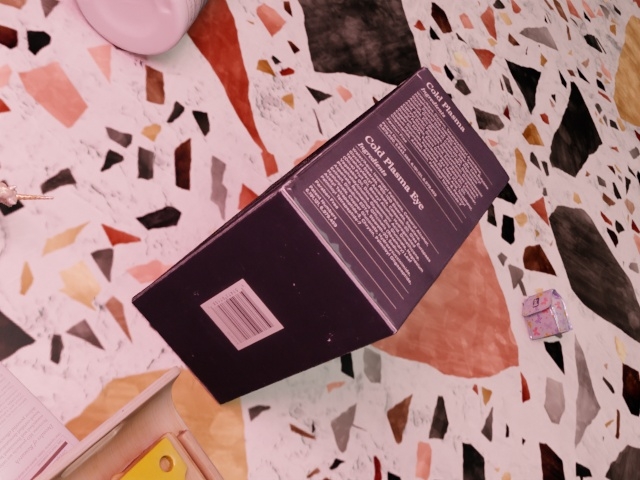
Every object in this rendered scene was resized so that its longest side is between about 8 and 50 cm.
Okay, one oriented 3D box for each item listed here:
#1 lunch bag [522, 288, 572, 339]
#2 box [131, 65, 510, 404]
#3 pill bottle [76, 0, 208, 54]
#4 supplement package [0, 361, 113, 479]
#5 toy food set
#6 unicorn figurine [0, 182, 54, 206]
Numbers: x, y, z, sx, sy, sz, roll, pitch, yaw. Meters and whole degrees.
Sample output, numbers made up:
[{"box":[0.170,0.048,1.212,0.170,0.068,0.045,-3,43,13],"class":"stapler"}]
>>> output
[{"box":[0.418,0.138,1.347,0.053,0.071,0.083,0,72,-36],"class":"lunch bag"},{"box":[0.000,0.000,0.869,0.179,0.343,0.312,51,47,-7],"class":"box"},{"box":[-0.209,-0.405,1.012,0.161,0.161,0.283,39,50,-20],"class":"pill bottle"},{"box":[-0.282,0.247,0.653,0.244,0.139,0.134,51,44,-12],"class":"supplement package"},{"box":[-0.110,0.287,0.624,0.306,0.092,0.220,56,38,-4],"class":"toy food set"},{"box":[-0.373,-0.067,0.746,0.162,0.111,0.060,49,46,-12],"class":"unicorn figurine"}]
